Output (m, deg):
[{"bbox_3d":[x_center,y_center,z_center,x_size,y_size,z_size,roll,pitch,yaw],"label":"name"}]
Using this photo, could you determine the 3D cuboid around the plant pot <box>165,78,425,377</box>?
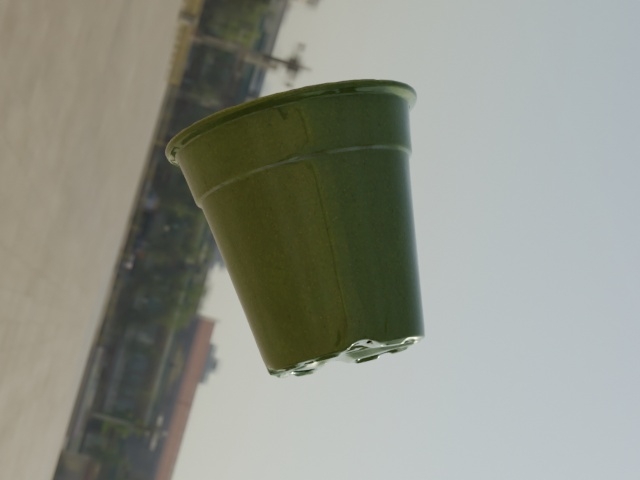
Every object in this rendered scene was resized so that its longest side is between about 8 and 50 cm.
[{"bbox_3d":[0.000,0.000,0.432,0.083,0.083,0.079,130,-53,-72],"label":"plant pot"}]
